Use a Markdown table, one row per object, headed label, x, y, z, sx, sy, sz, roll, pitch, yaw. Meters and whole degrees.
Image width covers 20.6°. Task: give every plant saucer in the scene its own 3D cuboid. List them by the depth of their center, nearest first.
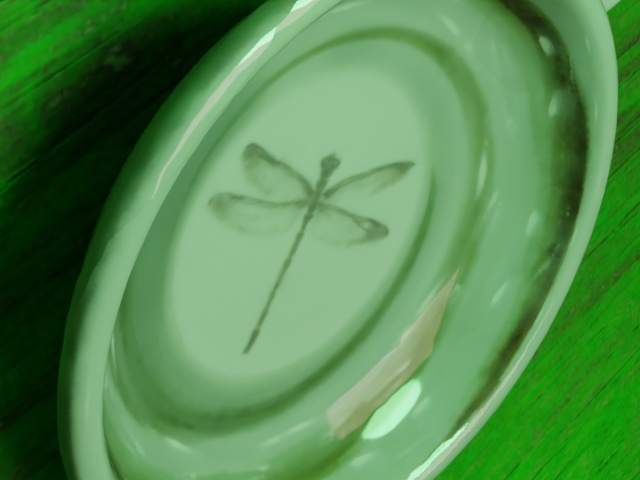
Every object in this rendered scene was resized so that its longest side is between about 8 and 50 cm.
| label | x | y | z | sx | sy | sz | roll | pitch | yaw |
| --- | --- | --- | --- | --- | --- | --- | --- | --- | --- |
| plant saucer | 0.000 | 0.000 | 0.964 | 0.400 | 0.100 | 0.400 | -29 | 136 | -33 |

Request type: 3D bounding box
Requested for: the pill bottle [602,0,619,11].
| label | x | y | z | sx | sy | sz | roll | pitch | yaw |
| --- | --- | --- | --- | --- | --- | --- | --- | --- | --- |
| pill bottle | 0.079 | -0.225 | 0.957 | 0.264 | 0.146 | 0.146 | 35 | 77 | -53 |
